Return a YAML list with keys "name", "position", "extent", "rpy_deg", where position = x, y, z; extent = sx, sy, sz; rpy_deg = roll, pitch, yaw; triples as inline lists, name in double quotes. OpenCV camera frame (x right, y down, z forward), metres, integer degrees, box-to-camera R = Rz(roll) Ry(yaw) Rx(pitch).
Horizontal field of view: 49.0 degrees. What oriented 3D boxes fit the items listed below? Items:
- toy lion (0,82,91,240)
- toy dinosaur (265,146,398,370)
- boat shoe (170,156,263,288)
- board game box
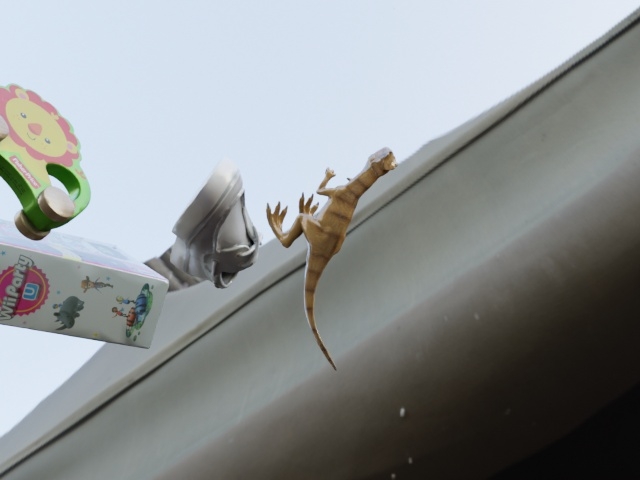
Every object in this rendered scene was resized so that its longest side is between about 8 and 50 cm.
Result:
- name: "toy lion"
  position: [-0.191, -0.059, 0.472]
  extent: [0.034, 0.096, 0.100]
  rpy_deg: [-34, -79, 21]
- name: "toy dinosaur"
  position: [0.000, 0.000, 0.664]
  extent: [0.064, 0.112, 0.211]
  rpy_deg: [18, -83, -45]
- name: "boat shoe"
  position: [-0.075, -0.002, 0.536]
  extent: [0.063, 0.066, 0.184]
  rpy_deg: [32, -28, -3]
- name: "board game box"
  position: [-0.377, 0.037, 0.881]
  extent: [0.303, 0.224, 0.097]
  rpy_deg: [15, -88, -35]
